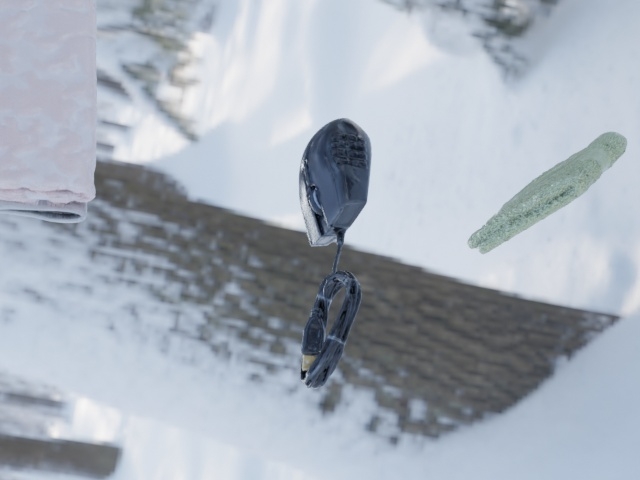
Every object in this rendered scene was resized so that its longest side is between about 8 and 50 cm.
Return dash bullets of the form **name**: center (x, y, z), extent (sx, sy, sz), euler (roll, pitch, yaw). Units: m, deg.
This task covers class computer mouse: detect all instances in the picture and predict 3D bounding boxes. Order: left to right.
- **computer mouse**: center (0.000, 0.000, 1.009), extent (0.071, 0.041, 0.242), euler (-47, 26, 38)

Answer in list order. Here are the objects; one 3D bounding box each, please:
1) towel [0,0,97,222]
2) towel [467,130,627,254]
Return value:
- **towel**: center (-0.366, -0.150, 1.299), extent (0.053, 0.331, 0.317), euler (109, 160, -45)
- **towel**: center (0.203, -0.043, 1.302), extent (0.148, 0.027, 0.110), euler (-34, 4, 46)
